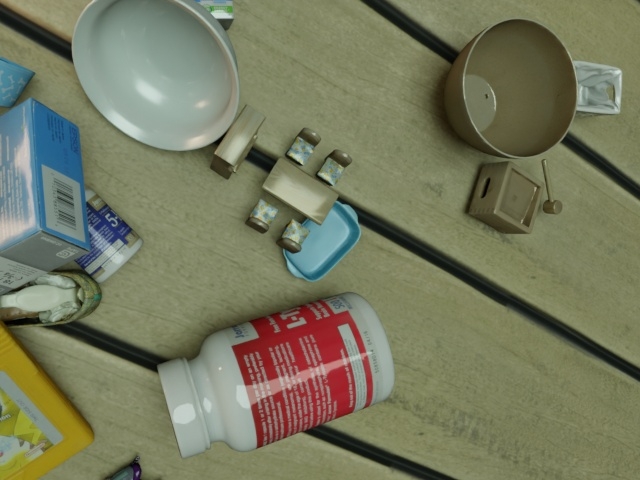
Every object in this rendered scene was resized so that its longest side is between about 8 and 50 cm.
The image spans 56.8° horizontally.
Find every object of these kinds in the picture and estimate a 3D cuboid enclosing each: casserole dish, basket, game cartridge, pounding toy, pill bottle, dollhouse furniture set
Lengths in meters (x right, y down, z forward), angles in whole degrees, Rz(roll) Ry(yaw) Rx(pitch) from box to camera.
[{"bbox_3d":[0.000,0.000,1.244,0.188,0.037,0.114,-45,106,-12],"label":"casserole dish"},{"bbox_3d":[0.618,-0.356,1.416,0.167,0.103,0.113,1,92,-19],"label":"basket"},{"bbox_3d":[-0.586,0.307,0.981,0.285,0.052,0.324,-32,125,-15],"label":"game cartridge"},{"bbox_3d":[0.464,-0.107,1.383,0.206,0.094,0.181,24,79,-28],"label":"pounding toy"},{"bbox_3d":[-0.085,0.256,1.122,0.407,0.229,0.229,-15,97,-19],"label":"pill bottle"},{"bbox_3d":[-0.419,-0.025,1.051,0.112,0.112,0.187,-46,106,-12],"label":"pill bottle"},{"bbox_3d":[-0.077,-0.125,1.125,0.242,0.161,0.212,32,79,-10],"label":"dollhouse furniture set"}]

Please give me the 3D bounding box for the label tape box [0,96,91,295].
[{"bbox_3d":[-0.536,-0.039,0.940,0.333,0.106,0.241,-23,64,16],"label":"label tape box"}]

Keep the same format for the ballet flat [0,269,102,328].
[{"bbox_3d":[-0.557,0.103,1.006,0.348,0.123,0.123,-3,93,-19],"label":"ballet flat"}]

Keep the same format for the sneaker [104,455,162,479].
[{"bbox_3d":[-0.318,0.524,1.129,0.098,0.083,0.224,-38,103,-19],"label":"sneaker"}]

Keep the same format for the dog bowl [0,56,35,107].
[{"bbox_3d":[-0.623,-0.299,0.947,0.297,0.166,0.074,20,97,-19],"label":"dog bowl"}]

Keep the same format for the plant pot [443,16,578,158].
[{"bbox_3d":[0.379,-0.313,1.285,0.284,0.191,0.284,-1,93,-20],"label":"plant pot"}]

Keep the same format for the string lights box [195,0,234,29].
[{"bbox_3d":[-0.246,-0.536,1.111,0.133,0.077,0.260,-8,95,-18],"label":"string lights box"}]

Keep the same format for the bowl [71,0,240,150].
[{"bbox_3d":[-0.268,-0.318,1.045,0.297,0.298,0.134,34,41,-18],"label":"bowl"}]
